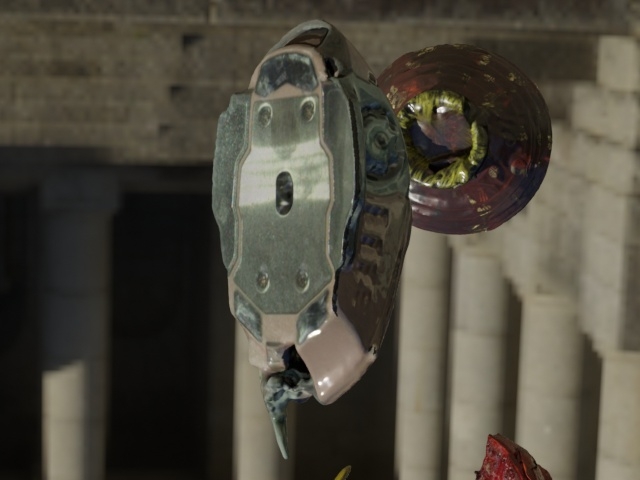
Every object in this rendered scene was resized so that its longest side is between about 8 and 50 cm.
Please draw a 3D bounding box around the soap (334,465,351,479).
[{"bbox_3d":[0.014,0.334,2.414,0.012,0.089,0.034,34,165,5],"label":"soap"}]

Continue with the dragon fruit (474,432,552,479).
[{"bbox_3d":[0.209,0.275,1.803,0.083,0.162,0.106,-1,170,44],"label":"dragon fruit"}]

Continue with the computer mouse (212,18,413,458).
[{"bbox_3d":[0.005,-0.001,1.620,0.115,0.389,0.199,2,178,-38],"label":"computer mouse"}]

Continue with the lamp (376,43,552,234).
[{"bbox_3d":[0.161,-0.123,2.225,0.247,0.247,0.247,2,-170,0],"label":"lamp"}]
